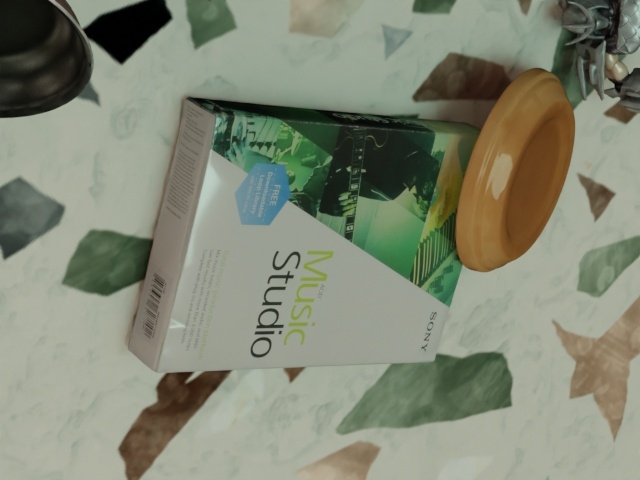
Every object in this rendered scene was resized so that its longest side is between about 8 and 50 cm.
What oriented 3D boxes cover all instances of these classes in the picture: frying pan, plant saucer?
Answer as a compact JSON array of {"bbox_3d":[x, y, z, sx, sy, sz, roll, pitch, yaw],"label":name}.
[{"bbox_3d":[-0.312,-0.159,1.068,0.326,0.197,0.053,13,62,-10],"label":"frying pan"},{"bbox_3d":[0.188,-0.061,1.481,0.200,0.037,0.200,-45,147,-41],"label":"plant saucer"}]

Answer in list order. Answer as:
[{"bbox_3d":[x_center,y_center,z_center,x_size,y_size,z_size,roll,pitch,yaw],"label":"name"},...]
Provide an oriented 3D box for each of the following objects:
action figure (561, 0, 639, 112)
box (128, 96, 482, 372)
[{"bbox_3d":[0.344,-0.222,1.531,0.285,0.099,0.185,-10,123,-30],"label":"action figure"},{"bbox_3d":[0.000,0.000,1.407,0.322,0.058,0.232,0,112,-39],"label":"box"}]
